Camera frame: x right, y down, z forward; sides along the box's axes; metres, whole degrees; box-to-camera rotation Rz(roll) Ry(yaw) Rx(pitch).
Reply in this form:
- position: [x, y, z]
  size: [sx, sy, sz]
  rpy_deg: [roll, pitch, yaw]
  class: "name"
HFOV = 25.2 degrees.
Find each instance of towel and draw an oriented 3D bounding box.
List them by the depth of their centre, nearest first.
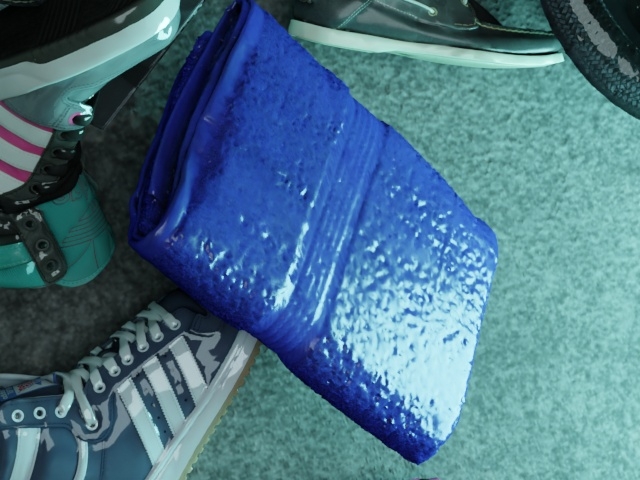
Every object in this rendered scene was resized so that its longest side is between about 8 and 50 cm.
- position: [0.000, 0.000, 1.048]
  size: [0.308, 0.076, 0.227]
  rpy_deg: [40, 52, -30]
  class: "towel"

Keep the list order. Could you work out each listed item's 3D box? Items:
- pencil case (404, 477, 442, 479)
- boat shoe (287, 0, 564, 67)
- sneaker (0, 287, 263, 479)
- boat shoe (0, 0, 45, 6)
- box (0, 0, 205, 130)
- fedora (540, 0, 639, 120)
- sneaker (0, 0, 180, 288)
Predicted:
- position: [0.015, 0.240, 1.118]
  size: [0.209, 0.098, 0.095]
  rpy_deg: [-5, 95, -21]
  class: "pencil case"
- position: [0.092, -0.178, 1.130]
  size: [0.233, 0.084, 0.079]
  rpy_deg: [8, 94, -19]
  class: "boat shoe"
- position: [-0.149, 0.094, 1.048]
  size: [0.153, 0.099, 0.282]
  rpy_deg: [30, 86, -21]
  class: "sneaker"
- position: [-0.305, -0.165, 0.851]
  size: [0.303, 0.114, 0.091]
  rpy_deg: [7, 87, -22]
  class: "boat shoe"
- position: [-0.211, -0.242, 0.944]
  size: [0.307, 0.076, 0.242]
  rpy_deg: [30, 127, -20]
  class: "box"
- position: [0.267, -0.243, 1.153]
  size: [0.334, 0.152, 0.333]
  rpy_deg: [1, 87, -19]
  class: "fedora"
- position: [-0.180, -0.059, 0.966]
  size: [0.178, 0.296, 0.123]
  rpy_deg: [52, 33, -29]
  class: "sneaker"
